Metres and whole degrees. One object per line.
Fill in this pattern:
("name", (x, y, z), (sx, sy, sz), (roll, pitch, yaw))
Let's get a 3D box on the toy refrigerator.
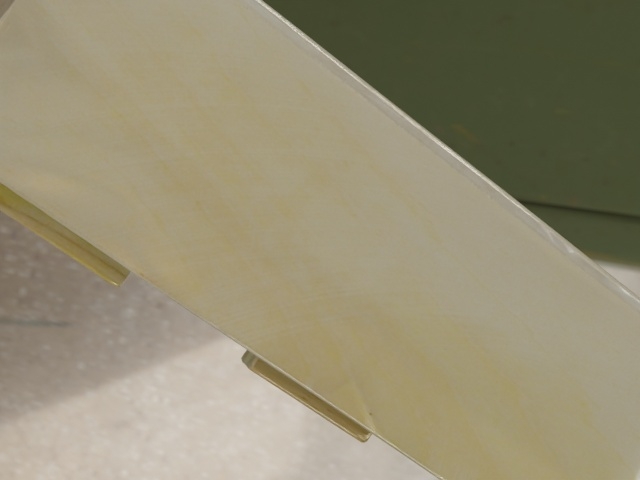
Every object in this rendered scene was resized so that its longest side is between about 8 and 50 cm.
("toy refrigerator", (0.000, 0.000, 0.562), (0.269, 0.102, 0.094), (36, 91, -24))
